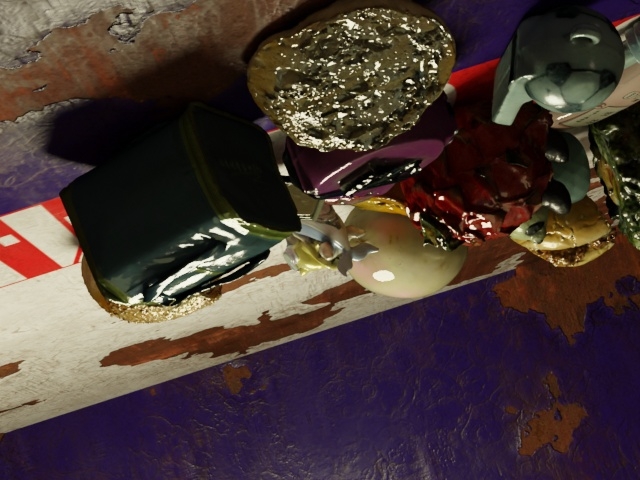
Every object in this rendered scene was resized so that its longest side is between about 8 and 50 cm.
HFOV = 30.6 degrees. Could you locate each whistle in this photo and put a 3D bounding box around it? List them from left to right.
[{"bbox_3d":[0.345,-0.245,1.665,0.164,0.163,0.289,-17,169,-6],"label":"whistle"}]

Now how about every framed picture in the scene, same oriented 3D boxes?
[{"bbox_3d":[-0.124,-0.071,1.873,0.266,0.018,0.192,3,164,-8],"label":"framed picture"}]

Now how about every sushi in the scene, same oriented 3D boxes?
[{"bbox_3d":[0.625,-0.134,2.220,0.178,0.294,0.352,-17,171,10],"label":"sushi"}]

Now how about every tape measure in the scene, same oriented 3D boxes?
[{"bbox_3d":[0.078,-0.146,1.714,0.245,0.149,0.231,-9,165,-40],"label":"tape measure"}]

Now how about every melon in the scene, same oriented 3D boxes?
[{"bbox_3d":[0.169,0.007,2.339,0.223,0.223,0.317,-26,169,32],"label":"melon"}]

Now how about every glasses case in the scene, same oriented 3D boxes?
[{"bbox_3d":[0.506,-0.268,1.963,0.122,0.075,0.314,-4,162,-39],"label":"glasses case"}]

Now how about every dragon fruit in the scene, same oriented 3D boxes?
[{"bbox_3d":[0.269,-0.112,1.939,0.299,0.244,0.244,-43,160,16],"label":"dragon fruit"}]

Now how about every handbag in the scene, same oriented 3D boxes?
[{"bbox_3d":[-0.189,-0.042,1.630,0.241,0.222,0.263,-28,163,22],"label":"handbag"}]

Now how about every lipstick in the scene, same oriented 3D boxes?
[{"bbox_3d":[0.492,-0.300,1.819,0.274,0.068,0.061,-29,170,36],"label":"lipstick"}]

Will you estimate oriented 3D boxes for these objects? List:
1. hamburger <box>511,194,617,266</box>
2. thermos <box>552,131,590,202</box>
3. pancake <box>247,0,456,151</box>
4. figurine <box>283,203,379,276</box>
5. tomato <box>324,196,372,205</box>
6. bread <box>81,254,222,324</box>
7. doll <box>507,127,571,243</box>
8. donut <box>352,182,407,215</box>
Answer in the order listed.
[{"bbox_3d":[0.479,-0.044,2.454,0.282,0.245,0.155,-8,137,25],"label":"hamburger"},{"bbox_3d":[0.372,-0.105,2.279,0.287,0.182,0.145,-14,-154,-19],"label":"thermos"},{"bbox_3d":[0.043,-0.207,1.475,0.283,0.049,0.282,-6,149,-4],"label":"pancake"},{"bbox_3d":[0.000,0.000,2.190,0.128,0.208,0.183,-37,147,-30],"label":"figurine"},{"bbox_3d":[0.053,-0.114,1.936,0.173,0.099,0.189,-20,166,16],"label":"tomato"},{"bbox_3d":[-0.308,0.062,2.027,0.192,0.171,0.314,-25,165,14],"label":"bread"},{"bbox_3d":[0.379,-0.112,2.133,0.135,0.234,0.143,-9,-168,0],"label":"doll"},{"bbox_3d":[0.136,-0.089,2.112,0.190,0.074,0.174,8,176,26],"label":"donut"}]
